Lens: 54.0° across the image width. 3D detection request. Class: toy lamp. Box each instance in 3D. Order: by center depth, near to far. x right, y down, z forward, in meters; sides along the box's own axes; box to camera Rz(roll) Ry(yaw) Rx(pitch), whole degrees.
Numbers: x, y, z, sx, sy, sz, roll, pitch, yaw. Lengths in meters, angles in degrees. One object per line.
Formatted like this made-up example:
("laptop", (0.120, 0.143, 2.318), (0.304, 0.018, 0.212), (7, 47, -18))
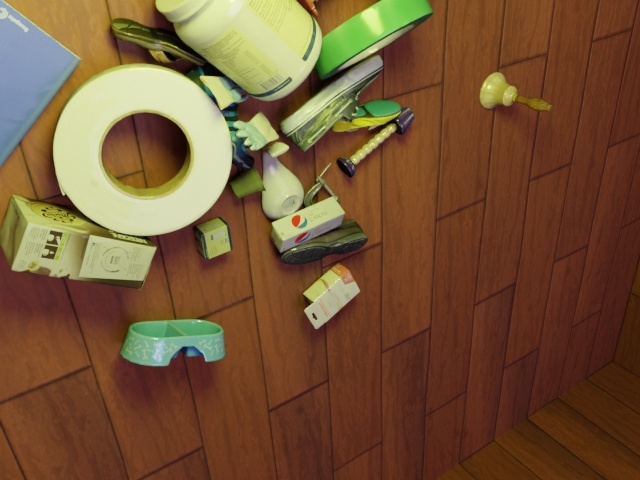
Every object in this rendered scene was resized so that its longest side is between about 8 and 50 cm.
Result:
("toy lamp", (0.170, -0.303, 1.888), (0.274, 0.080, 0.080), (-39, 132, -11))

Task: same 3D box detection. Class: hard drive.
("hard drive", (-0.666, -0.306, 1.262), (0.319, 0.040, 0.210), (-53, 134, 0))

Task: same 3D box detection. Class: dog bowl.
("dog bowl", (-0.397, 0.274, 1.725), (0.297, 0.166, 0.074), (2, 102, -38))

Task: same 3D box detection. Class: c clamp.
("c clamp", (0.013, -0.137, 1.884), (0.137, 0.022, 0.161), (-45, 143, -7))

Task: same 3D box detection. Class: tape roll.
("tape roll", (-0.397, -0.199, 1.421), (0.391, 0.072, 0.392), (-8, 115, -17))
("tape roll", (0.122, -0.514, 1.566), (0.321, 0.321, 0.077), (-33, 98, -19))

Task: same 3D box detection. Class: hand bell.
("hand bell", (0.655, -0.461, 2.056), (0.126, 0.242, 0.126), (-19, 125, -29))

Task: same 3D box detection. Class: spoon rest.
("spoon rest", (-0.113, -0.166, 1.758), (0.137, 0.084, 0.276), (-30, 143, -20))

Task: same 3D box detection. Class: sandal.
("sandal", (-0.362, -0.430, 1.400), (0.219, 0.090, 0.060), (5, 131, -37))

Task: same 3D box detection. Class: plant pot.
("plant pot", (-0.201, -0.152, 1.692), (0.079, 0.083, 0.083), (-28, 130, -6))

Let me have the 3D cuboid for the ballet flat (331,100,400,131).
("ballet flat", (0.127, -0.358, 1.835), (0.230, 0.077, 0.077), (-14, 143, -28))

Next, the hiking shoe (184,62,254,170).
("hiking shoe", (-0.235, -0.297, 1.550), (0.132, 0.113, 0.304), (-45, 133, -7))

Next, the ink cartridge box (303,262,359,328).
("ink cartridge box", (0.023, 0.182, 2.055), (0.198, 0.067, 0.115), (-41, 132, -14))

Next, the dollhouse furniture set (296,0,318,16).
("dollhouse furniture set", (-0.070, -0.721, 1.409), (0.201, 0.152, 0.374), (-47, 133, -6))

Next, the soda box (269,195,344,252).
("soda box", (-0.039, -0.048, 1.836), (0.216, 0.069, 0.074), (-25, 157, -24))

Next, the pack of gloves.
("pack of gloves", (-0.195, -0.295, 1.467), (0.046, 0.232, 0.195), (-32, 98, 18))

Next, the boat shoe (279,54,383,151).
("boat shoe", (0.047, -0.369, 1.709), (0.335, 0.121, 0.119), (-38, 105, -1))

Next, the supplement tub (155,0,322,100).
("supplement tub", (-0.176, -0.490, 1.401), (0.324, 0.235, 0.235), (33, 93, -44))

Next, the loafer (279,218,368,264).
("loafer", (0.000, 0.000, 1.936), (0.302, 0.095, 0.109), (-11, 151, -28))

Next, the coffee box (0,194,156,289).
("coffee box", (-0.554, 0.007, 1.440), (0.297, 0.168, 0.119), (14, 106, -41))

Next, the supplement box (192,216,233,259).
("supplement box", (-0.293, -0.006, 1.711), (0.083, 0.056, 0.083), (-23, 126, -26))
